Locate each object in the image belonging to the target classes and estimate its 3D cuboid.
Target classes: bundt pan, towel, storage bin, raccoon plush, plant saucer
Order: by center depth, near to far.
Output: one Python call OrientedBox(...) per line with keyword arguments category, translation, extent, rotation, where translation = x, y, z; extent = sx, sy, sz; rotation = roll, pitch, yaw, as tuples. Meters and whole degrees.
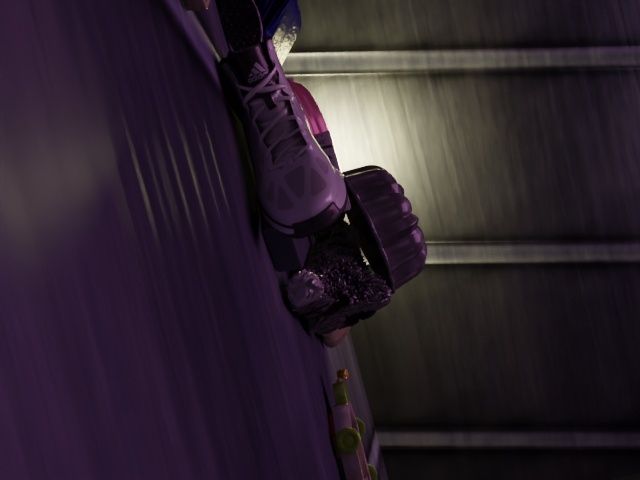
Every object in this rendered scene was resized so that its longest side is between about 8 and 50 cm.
OrientedBox(category="storage bin", translation=(-0.061, -0.008, 1.351), extent=(0.091, 0.098, 0.135), rotation=(-83, 161, -52))
OrientedBox(category="raccoon plush", translation=(0.012, 0.024, 1.580), extent=(0.446, 0.216, 0.299), rotation=(66, 2, -70))
OrientedBox(category="bundt pan", translation=(0.157, -0.041, 1.696), extent=(0.331, 0.124, 0.331), rotation=(155, -90, -85))
OrientedBox(category="towel", translation=(-0.133, -0.521, 1.776), extent=(0.227, 0.076, 0.308), rotation=(-60, 179, 3))
OrientedBox(category="plant saucer", translation=(-0.055, -0.278, 1.805), extent=(0.332, 0.084, 0.332), rotation=(59, -15, 27))

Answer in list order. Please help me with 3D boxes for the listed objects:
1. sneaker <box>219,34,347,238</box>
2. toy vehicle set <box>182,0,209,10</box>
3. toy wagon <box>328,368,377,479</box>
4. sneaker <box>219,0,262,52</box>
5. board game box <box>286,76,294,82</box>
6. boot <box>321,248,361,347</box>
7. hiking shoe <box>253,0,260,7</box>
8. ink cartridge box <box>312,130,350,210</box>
OrientedBox(category="sneaker", translation=(-0.100, -0.211, 1.282), extent=(0.257, 0.169, 0.447), rotation=(61, 4, -41))
OrientedBox(category="toy vehicle set", translation=(-0.186, -0.513, 1.076), extent=(0.166, 0.035, 0.267), rotation=(71, 26, -58))
OrientedBox(category="toy wagon", translation=(0.073, 0.479, 1.638), extent=(0.267, 0.068, 0.344), rotation=(60, 15, -79))
OrientedBox(category="sneaker", translation=(-0.184, -0.527, 1.550), extent=(0.097, 0.084, 0.234), rotation=(-92, 167, -81))
OrientedBox(category="board game box", translation=(-0.095, -0.384, 2.352), extent=(0.224, 0.097, 0.303), rotation=(-81, 158, -84))
OrientedBox(category="boot", translation=(0.053, 0.153, 1.896), extent=(0.203, 0.095, 0.262), rotation=(72, 32, -66))
OrientedBox(category="hiking shoe", translation=(-0.195, -0.608, 1.652), extent=(0.114, 0.086, 0.227), rotation=(36, -30, 5))
OrientedBox(category="ink cartridge box", translation=(-0.037, -0.141, 1.553), extent=(0.237, 0.172, 0.100), rotation=(-100, 174, -59))
